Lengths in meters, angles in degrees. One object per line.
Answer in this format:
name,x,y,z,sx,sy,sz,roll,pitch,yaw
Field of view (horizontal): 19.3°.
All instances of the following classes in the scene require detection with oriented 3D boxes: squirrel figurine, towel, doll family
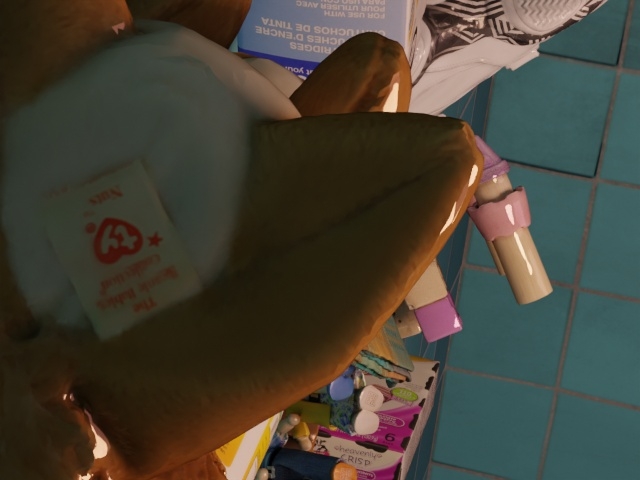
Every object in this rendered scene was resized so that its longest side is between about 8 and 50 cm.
squirrel figurine,-0.111,0.028,1.036,0.397,0.281,0.370,-64,-179,0
towel,0.000,0.000,1.735,0.370,0.040,0.271,36,30,-77
doll family,-0.026,0.204,1.877,0.118,0.163,0.263,12,90,-46

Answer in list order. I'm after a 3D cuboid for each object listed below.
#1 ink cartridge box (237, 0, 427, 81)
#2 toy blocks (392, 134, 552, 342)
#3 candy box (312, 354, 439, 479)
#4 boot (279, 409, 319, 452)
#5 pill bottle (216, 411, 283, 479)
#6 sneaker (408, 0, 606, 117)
ink cartridge box,0.024,-0.295,1.523,0.395,0.151,0.270,88,13,-48
toy blocks,0.071,-0.024,2.118,0.288,0.309,0.260,-93,160,-83
candy box,0.043,0.206,2.242,0.233,0.159,0.071,-60,160,-64
boot,-0.054,0.263,2.034,0.197,0.073,0.152,-61,180,-13
pill bottle,-0.108,0.169,1.448,0.208,0.117,0.118,-65,164,-54
sneaker,0.137,-0.206,1.943,0.137,0.365,0.210,62,-16,20
